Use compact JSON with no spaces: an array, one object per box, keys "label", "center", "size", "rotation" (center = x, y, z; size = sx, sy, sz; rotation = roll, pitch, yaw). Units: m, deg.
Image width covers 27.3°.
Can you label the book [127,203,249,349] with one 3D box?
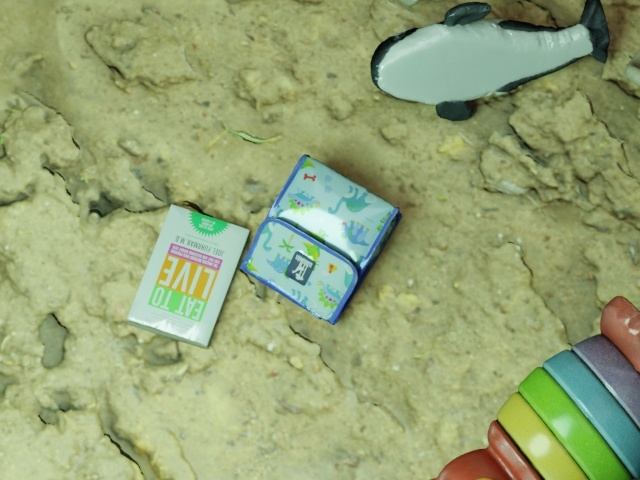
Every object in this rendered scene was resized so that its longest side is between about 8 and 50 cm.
[{"label":"book","center":[-0.148,0.041,1.494],"size":[0.096,0.035,0.144],"rotation":[17,72,3]}]

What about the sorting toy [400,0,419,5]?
[{"label":"sorting toy","center":[0.115,-0.401,1.622],"size":[0.347,0.047,0.196],"rotation":[43,82,14]}]

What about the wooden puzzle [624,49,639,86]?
[{"label":"wooden puzzle","center":[0.556,-0.190,1.505],"size":[0.322,0.080,0.348],"rotation":[38,63,13]}]

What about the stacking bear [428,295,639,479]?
[{"label":"stacking bear","center":[0.243,0.213,1.357],"size":[0.289,0.164,0.175],"rotation":[-38,84,1]}]

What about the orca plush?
[{"label":"orca plush","center":[0.187,-0.240,1.538],"size":[0.287,0.151,0.102],"rotation":[-22,41,-2]}]

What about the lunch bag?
[{"label":"lunch bag","center":[0.000,0.000,1.472],"size":[0.128,0.096,0.151],"rotation":[31,90,9]}]
